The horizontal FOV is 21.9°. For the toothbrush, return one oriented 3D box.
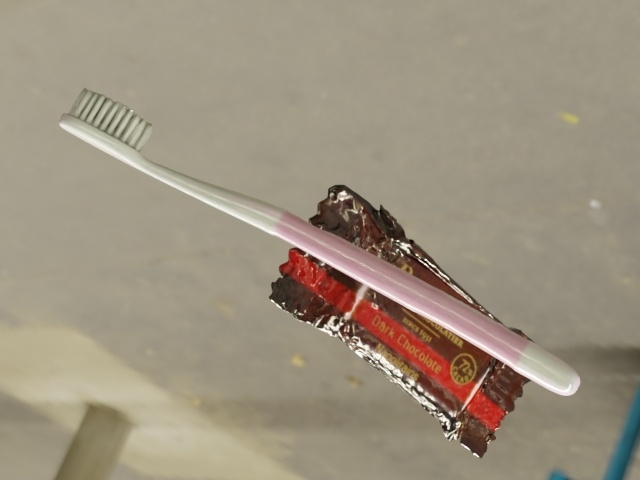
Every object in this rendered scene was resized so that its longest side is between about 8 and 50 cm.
[{"bbox_3d":[0.000,0.000,0.811,0.286,0.025,0.020,29,171,5],"label":"toothbrush"}]

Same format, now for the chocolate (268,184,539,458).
[{"bbox_3d":[0.052,0.048,0.951,0.182,0.086,0.028,38,164,-28],"label":"chocolate"}]
